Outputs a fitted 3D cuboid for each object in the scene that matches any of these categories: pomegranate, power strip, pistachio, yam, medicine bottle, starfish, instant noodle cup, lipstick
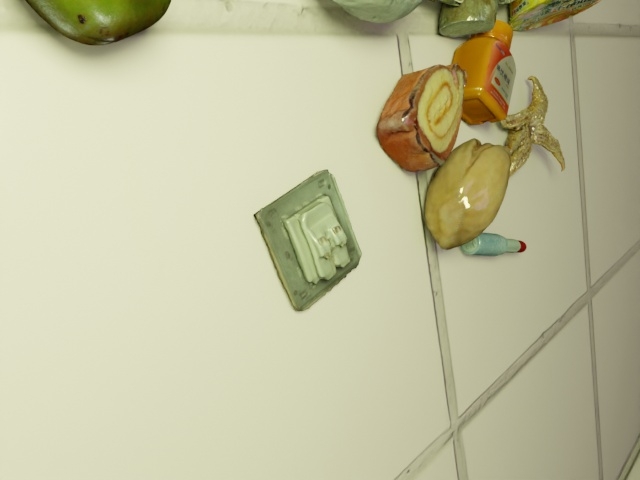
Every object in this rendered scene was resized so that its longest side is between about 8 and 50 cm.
[{"bbox_3d":[-0.236,-0.306,0.522,0.180,0.209,0.180,-25,123,-45],"label":"pomegranate"},{"bbox_3d":[0.000,0.000,0.852,0.198,0.064,0.213,-40,116,-37],"label":"power strip"},{"bbox_3d":[0.336,-0.110,1.096,0.293,0.162,0.182,-63,155,-21],"label":"pistachio"},{"bbox_3d":[0.345,-0.620,1.108,0.133,0.133,0.331,15,75,-42],"label":"yam"},{"bbox_3d":[0.400,-0.414,1.170,0.149,0.112,0.222,26,75,-42],"label":"medicine bottle"},{"bbox_3d":[0.578,-0.287,1.364,0.293,0.084,0.302,-32,109,-33],"label":"starfish"},{"bbox_3d":[0.618,-0.715,1.279,0.264,0.264,0.200,-17,95,-41],"label":"instant noodle cup"},{"bbox_3d":[0.476,0.013,1.289,0.274,0.068,0.061,3,86,-42],"label":"lipstick"}]

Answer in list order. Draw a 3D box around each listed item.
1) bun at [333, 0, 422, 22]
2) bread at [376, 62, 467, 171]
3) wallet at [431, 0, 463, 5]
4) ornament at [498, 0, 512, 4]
[{"bbox_3d":[0.068,-0.550,0.803,0.354,0.194,0.355,-6,99,-44],"label":"bun"},{"bbox_3d":[0.219,-0.263,1.004,0.190,0.123,0.244,49,61,-35],"label":"bread"},{"bbox_3d":[0.237,-0.566,1.009,0.155,0.039,0.110,13,82,-5],"label":"wallet"},{"bbox_3d":[0.472,-0.728,1.158,0.120,0.130,0.285,-86,-176,-56],"label":"ornament"}]
